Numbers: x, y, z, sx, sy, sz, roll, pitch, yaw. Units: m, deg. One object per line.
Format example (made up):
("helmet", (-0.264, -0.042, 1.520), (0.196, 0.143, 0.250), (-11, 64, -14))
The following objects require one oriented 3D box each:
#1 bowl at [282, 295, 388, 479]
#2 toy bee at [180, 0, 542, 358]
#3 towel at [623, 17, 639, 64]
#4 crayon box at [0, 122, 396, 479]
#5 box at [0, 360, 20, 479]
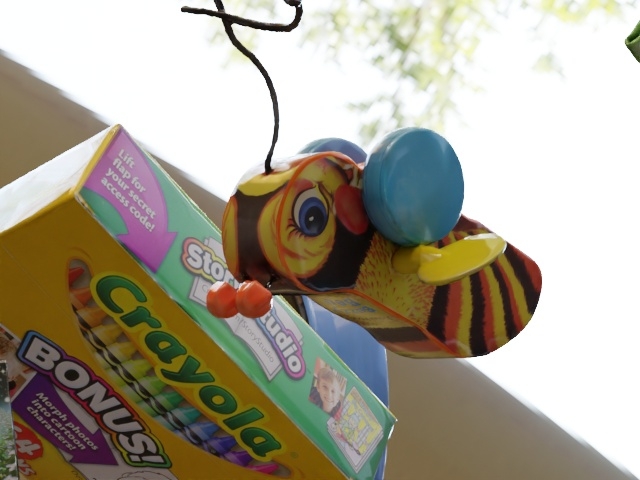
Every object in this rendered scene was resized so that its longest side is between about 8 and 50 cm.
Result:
("bowl", (-0.038, 0.199, 1.905), (0.077, 0.391, 0.391), (5, -137, -21))
("toy bee", (0.000, 0.000, 1.064), (0.298, 0.195, 0.162), (34, -114, -12))
("towel", (0.250, -0.108, 1.037), (0.152, 0.023, 0.113), (41, -107, -29))
("crayon box", (-0.168, 0.109, 1.531), (0.363, 0.313, 0.106), (47, -136, -21))
("box", (-0.276, 0.155, 0.951), (0.233, 0.044, 0.159), (-4, -115, -14))
